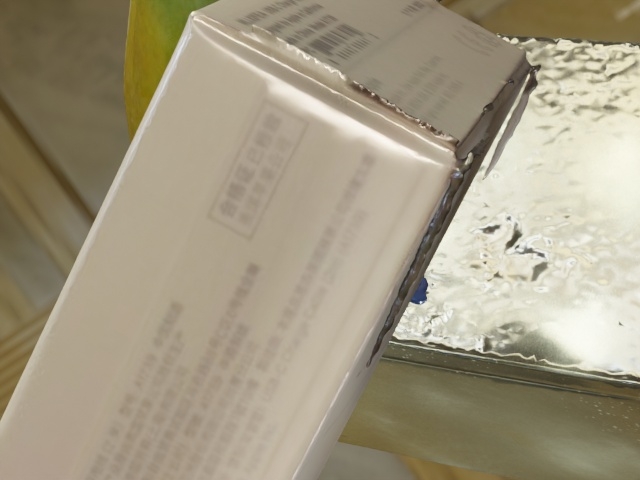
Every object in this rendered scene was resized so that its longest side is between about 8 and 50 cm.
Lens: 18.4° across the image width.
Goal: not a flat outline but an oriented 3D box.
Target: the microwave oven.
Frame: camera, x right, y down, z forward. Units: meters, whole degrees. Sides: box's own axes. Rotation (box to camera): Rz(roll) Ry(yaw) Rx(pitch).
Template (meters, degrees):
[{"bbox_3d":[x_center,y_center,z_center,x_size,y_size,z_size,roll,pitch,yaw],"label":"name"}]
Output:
[{"bbox_3d":[0.130,0.026,1.444,0.374,0.432,0.236,43,-118,-52],"label":"microwave oven"}]

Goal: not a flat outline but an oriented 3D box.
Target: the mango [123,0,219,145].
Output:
[{"bbox_3d":[-0.047,-0.092,0.943,0.194,0.092,0.130,78,-147,-47],"label":"mango"}]

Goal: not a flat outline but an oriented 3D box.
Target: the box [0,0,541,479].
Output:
[{"bbox_3d":[-0.028,0.034,0.703,0.106,0.251,0.203,27,-162,3],"label":"box"}]

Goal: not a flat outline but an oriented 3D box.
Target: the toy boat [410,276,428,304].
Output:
[{"bbox_3d":[0.000,0.000,1.121,0.091,0.110,0.175,-13,-143,-39],"label":"toy boat"}]
